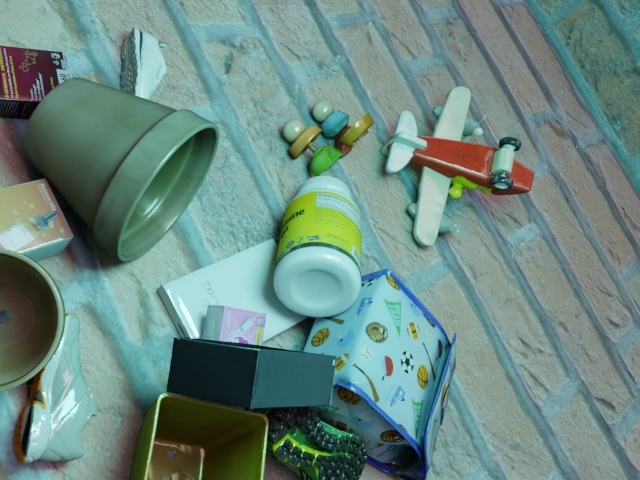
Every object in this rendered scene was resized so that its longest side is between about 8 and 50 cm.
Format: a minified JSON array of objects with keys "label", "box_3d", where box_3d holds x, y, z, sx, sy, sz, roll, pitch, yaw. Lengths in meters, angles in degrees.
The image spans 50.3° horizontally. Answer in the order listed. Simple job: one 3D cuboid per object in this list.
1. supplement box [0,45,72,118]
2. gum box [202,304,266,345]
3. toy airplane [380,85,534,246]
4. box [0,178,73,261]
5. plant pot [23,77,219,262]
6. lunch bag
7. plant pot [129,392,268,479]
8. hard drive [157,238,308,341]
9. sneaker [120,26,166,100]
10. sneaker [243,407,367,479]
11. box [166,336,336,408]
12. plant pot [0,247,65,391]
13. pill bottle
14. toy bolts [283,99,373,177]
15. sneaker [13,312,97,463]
[{"label":"supplement box","box_3d":[-0.627,-0.319,1.370,0.240,0.073,0.130,-5,71,-37]},{"label":"gum box","box_3d":[-0.181,0.231,1.371,0.107,0.062,0.188,17,76,-40]},{"label":"toy airplane","box_3d":[0.357,-0.213,1.948,0.386,0.272,0.384,-30,74,-6]},{"label":"box","box_3d":[-0.569,-0.022,1.250,0.171,0.091,0.130,-23,82,-41]},{"label":"plant pot","box_3d":[-0.403,-0.165,1.329,0.280,0.323,0.323,34,50,2]},{"label":"lunch bag","box_3d":[0.160,0.310,1.531,0.385,0.239,0.327,48,47,-27]},{"label":"plant pot","box_3d":[-0.237,0.413,1.209,0.212,0.187,0.212,20,57,-27]},{"label":"hard drive","box_3d":[-0.177,0.135,1.491,0.308,0.040,0.203,-24,83,-41]},{"label":"sneaker","box_3d":[-0.400,-0.382,1.565,0.095,0.090,0.234,18,59,-40]},{"label":"sneaker","box_3d":[-0.025,0.413,1.384,0.343,0.146,0.134,50,63,-35]},{"label":"box","box_3d":[-0.115,0.237,1.218,0.261,0.185,0.103,21,72,-58]},{"label":"plant pot","box_3d":[-0.549,0.132,1.147,0.238,0.110,0.237,1,87,-11]},{"label":"pill bottle","box_3d":[0.000,0.000,1.556,0.188,0.188,0.333,32,33,-20]},{"label":"toy bolts","box_3d":[0.028,-0.304,1.775,0.158,0.218,0.228,46,31,0]},{"label":"sneaker","box_3d":[-0.450,0.262,1.204,0.121,0.099,0.262,22,63,-36]}]
